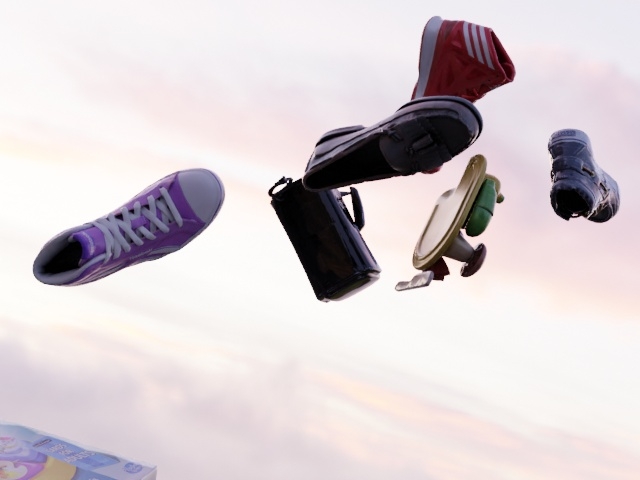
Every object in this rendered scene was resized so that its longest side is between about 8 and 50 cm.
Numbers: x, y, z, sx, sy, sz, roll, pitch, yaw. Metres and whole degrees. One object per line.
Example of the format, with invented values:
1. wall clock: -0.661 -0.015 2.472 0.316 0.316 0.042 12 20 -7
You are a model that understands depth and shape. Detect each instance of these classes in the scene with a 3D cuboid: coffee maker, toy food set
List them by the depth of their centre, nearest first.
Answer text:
1. toy food set: 0.184 -0.006 1.765 0.071 0.218 0.128 32 -22 -12
2. coffee maker: 0.000 0.000 2.063 0.120 0.178 0.171 -39 -20 34

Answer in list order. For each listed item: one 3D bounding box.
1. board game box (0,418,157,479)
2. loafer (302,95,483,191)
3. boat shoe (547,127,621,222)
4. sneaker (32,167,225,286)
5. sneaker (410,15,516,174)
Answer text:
1. board game box: -0.366 0.246 1.341 0.336 0.079 0.254 15 10 12
2. loafer: 0.088 -0.110 1.737 0.267 0.084 0.096 -13 -60 42
3. boat shoe: 0.305 -0.049 1.584 0.065 0.083 0.183 -7 -31 27
4. sneaker: -0.263 -0.009 1.849 0.282 0.102 0.161 -30 -1 6
5. sneaker: 0.195 -0.192 1.857 0.128 0.221 0.087 11 19 26
